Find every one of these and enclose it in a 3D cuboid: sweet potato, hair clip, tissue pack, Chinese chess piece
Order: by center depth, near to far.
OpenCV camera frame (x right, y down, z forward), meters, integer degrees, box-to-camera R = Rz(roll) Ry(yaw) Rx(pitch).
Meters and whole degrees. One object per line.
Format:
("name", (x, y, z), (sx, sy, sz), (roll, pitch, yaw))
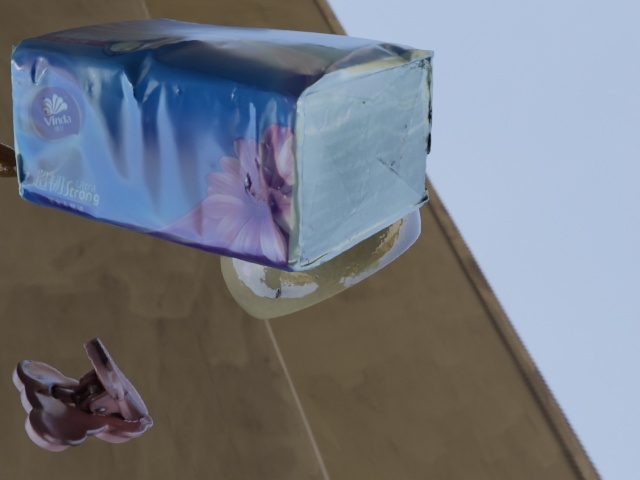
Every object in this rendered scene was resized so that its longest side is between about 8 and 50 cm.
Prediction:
("tissue pack", (-0.074, -0.088, 0.682), (0.264, 0.146, 0.198), (13, -157, 30))
("hair clip", (-0.250, 0.175, 0.940), (0.102, 0.138, 0.123), (-30, -126, -9))
("Chinese chess piece", (0.000, 0.000, 1.145), (0.273, 0.273, 0.102), (-32, -81, -28))
("sweet potato", (-0.514, -0.127, 1.251), (0.214, 0.050, 0.050), (12, -130, 4))
